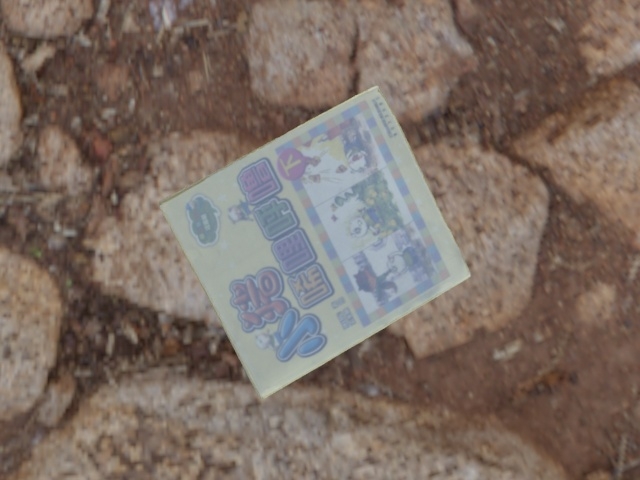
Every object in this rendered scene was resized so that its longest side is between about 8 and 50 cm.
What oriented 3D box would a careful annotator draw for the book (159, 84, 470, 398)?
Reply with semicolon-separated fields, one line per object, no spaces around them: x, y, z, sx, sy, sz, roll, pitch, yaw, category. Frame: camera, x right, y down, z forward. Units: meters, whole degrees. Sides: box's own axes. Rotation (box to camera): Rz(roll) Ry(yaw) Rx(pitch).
0.000;0.000;1.077;0.192;0.013;0.168;-30;103;-14;book
